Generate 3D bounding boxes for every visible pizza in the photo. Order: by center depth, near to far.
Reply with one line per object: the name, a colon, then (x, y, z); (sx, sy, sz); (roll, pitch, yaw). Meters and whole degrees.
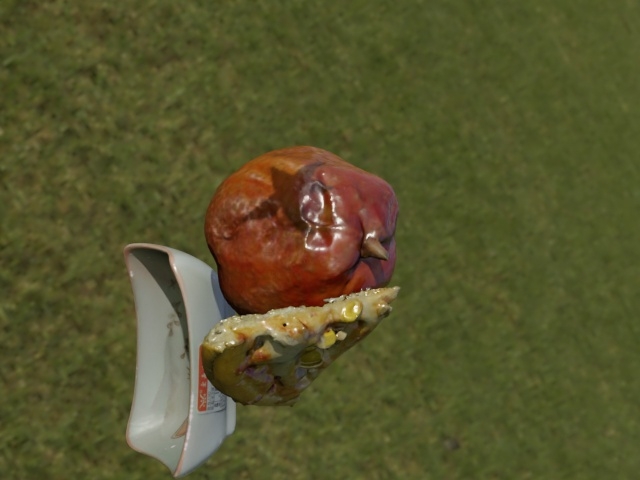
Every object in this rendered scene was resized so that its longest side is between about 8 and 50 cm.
pizza: (-0.009, 0.091, 1.175); (0.184, 0.176, 0.036); (75, -7, -65)

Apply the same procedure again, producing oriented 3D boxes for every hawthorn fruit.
hawthorn fruit: (-0.010, -0.004, 1.233); (0.173, 0.179, 0.173); (28, 44, -31)

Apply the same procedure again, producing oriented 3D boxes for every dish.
dish: (-0.132, 0.110, 1.358); (0.077, 0.151, 0.212); (-3, 97, -27)
